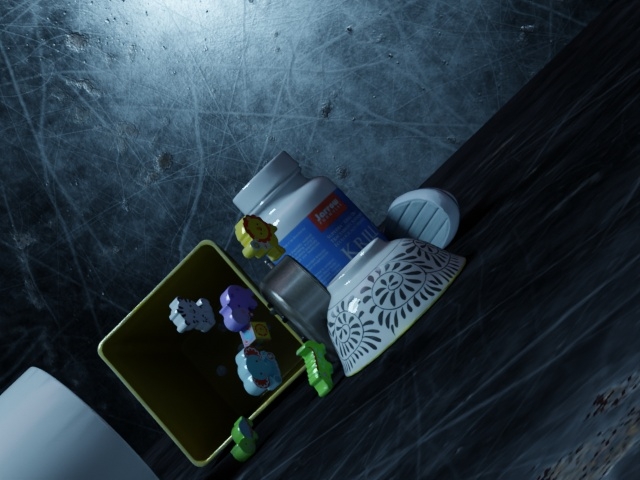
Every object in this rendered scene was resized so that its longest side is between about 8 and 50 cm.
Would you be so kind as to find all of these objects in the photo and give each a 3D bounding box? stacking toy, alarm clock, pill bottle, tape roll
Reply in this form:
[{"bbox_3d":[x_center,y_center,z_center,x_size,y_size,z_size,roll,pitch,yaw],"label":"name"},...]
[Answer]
[{"bbox_3d":[-0.079,0.108,1.404,0.052,0.221,0.167,4,-38,-40],"label":"stacking toy"},{"bbox_3d":[-0.006,0.083,1.447,0.064,0.129,0.192,-46,22,-9],"label":"alarm clock"},{"bbox_3d":[0.000,0.000,1.586,0.124,0.221,0.124,-45,2,2],"label":"pill bottle"},{"bbox_3d":[-0.297,0.283,1.437,0.169,0.246,0.246,-44,1,-20],"label":"tape roll"}]

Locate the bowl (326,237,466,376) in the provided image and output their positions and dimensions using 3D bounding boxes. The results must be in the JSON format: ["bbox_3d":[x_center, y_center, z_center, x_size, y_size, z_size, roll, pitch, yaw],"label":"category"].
[{"bbox_3d":[0.059,0.050,1.303,0.170,0.080,0.170,-45,2,2],"label":"bowl"}]

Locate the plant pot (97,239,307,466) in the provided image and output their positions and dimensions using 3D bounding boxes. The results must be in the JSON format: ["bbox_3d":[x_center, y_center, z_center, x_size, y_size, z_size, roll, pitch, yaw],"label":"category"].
[{"bbox_3d":[-0.129,0.148,1.735,0.212,0.212,0.187,-44,-11,7],"label":"plant pot"}]

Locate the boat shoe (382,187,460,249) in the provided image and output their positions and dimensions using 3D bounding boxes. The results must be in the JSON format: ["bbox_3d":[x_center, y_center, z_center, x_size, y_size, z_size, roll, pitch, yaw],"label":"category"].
[{"bbox_3d":[0.124,-0.026,1.595,0.076,0.083,0.226,-46,1,-24],"label":"boat shoe"}]
